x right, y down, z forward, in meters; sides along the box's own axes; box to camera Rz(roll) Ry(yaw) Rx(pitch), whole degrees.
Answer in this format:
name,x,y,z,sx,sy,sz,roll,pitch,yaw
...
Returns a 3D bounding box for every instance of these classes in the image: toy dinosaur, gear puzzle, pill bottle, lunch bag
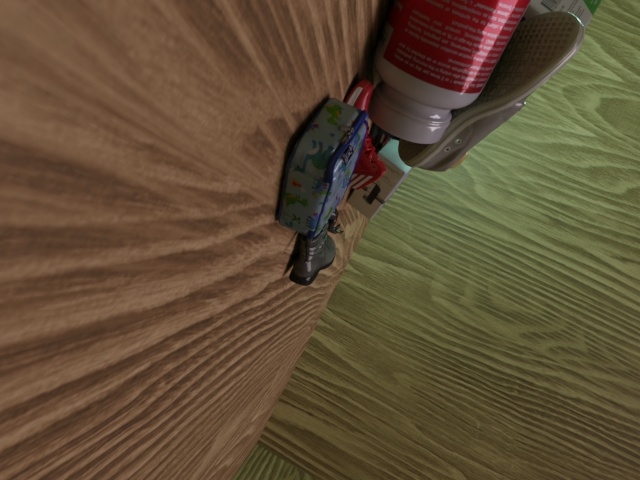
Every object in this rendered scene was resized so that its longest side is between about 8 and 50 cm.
name,x,y,z,sx,sy,sz,roll,pitch,yaw
toy dinosaur,0.019,-0.072,1.055,0.118,0.064,0.268,19,89,-66
gear puzzle,0.229,-0.353,1.605,0.339,0.044,0.175,-52,167,-53
pill bottle,0.238,-0.401,0.846,0.229,0.229,0.408,-53,168,-51
lunch bag,0.006,-0.123,0.786,0.176,0.090,0.219,-60,173,-38

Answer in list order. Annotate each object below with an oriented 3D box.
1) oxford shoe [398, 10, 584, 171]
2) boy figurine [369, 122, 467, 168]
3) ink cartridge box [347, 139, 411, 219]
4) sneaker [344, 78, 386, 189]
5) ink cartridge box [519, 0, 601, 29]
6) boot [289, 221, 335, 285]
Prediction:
name,x,y,z,sx,sy,sz,roll,pitch,yaw
oxford shoe,0.358,-0.300,0.986,0.449,0.130,0.169,-40,-137,45
boy figurine,0.299,-0.308,1.345,0.092,0.285,0.177,108,9,-47
ink cartridge box,0.226,-0.224,1.536,0.197,0.114,0.273,-47,175,-35
sneaker,0.094,-0.204,0.922,0.087,0.128,0.221,-53,167,-52
ink cartridge box,0.428,-0.526,0.970,0.211,0.289,0.121,-51,180,-26
boot,0.000,0.000,1.187,0.246,0.083,0.161,-53,161,-59
